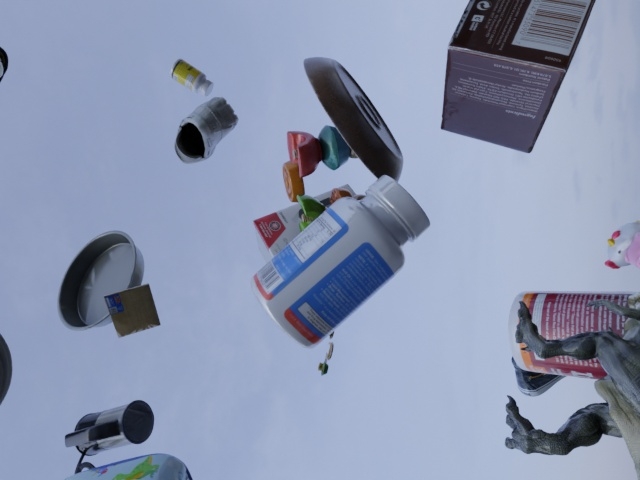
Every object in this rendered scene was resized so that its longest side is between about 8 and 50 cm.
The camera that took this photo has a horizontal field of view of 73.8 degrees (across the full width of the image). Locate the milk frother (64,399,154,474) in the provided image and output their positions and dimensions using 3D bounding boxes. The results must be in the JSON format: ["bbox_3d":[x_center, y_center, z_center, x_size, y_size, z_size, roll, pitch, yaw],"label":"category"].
[{"bbox_3d":[-0.416,0.413,0.848,0.143,0.135,0.129,69,-161,0],"label":"milk frother"}]

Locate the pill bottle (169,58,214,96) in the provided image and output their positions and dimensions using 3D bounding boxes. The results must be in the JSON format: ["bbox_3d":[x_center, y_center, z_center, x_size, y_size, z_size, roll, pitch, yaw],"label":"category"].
[{"bbox_3d":[-0.377,-0.477,1.257,0.116,0.065,0.065,33,-116,-5],"label":"pill bottle"}]

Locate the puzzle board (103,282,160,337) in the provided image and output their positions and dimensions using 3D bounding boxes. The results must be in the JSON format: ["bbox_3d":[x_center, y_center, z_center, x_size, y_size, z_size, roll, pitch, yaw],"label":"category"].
[{"bbox_3d":[-0.433,0.162,0.985,0.097,0.011,0.128,-15,-55,-21],"label":"puzzle board"}]

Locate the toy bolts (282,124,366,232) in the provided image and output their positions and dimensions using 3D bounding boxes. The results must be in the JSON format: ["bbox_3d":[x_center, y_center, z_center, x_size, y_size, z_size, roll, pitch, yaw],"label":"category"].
[{"bbox_3d":[0.018,-0.143,0.891,0.159,0.218,0.228,-13,-47,-12],"label":"toy bolts"}]

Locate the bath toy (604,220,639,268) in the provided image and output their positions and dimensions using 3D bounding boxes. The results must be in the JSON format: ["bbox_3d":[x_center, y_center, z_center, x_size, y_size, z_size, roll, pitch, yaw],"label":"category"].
[{"bbox_3d":[0.718,0.037,0.889,0.151,0.129,0.348,48,-169,-6],"label":"bath toy"}]

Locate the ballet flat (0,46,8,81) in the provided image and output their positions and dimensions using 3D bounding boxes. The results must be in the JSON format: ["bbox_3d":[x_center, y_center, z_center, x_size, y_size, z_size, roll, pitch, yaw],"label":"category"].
[{"bbox_3d":[-0.546,-0.236,0.666,0.074,0.074,0.203,34,-133,-43],"label":"ballet flat"}]

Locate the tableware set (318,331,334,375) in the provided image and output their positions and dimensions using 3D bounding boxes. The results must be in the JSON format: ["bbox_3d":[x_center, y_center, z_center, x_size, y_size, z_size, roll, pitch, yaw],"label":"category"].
[{"bbox_3d":[0.019,0.275,1.126,0.024,0.104,0.154,15,-97,-4],"label":"tableware set"}]

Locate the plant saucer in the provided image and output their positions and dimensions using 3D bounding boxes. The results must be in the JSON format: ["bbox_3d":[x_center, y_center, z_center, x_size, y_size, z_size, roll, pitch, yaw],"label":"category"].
[{"bbox_3d":[0.082,-0.247,0.859,0.310,0.050,0.310,45,-157,-26],"label":"plant saucer"}]

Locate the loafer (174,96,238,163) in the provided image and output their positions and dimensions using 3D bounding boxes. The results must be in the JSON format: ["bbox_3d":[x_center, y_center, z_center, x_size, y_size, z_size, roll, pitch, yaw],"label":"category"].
[{"bbox_3d":[-0.307,-0.250,1.038,0.111,0.319,0.112,-44,-76,-29],"label":"loafer"}]

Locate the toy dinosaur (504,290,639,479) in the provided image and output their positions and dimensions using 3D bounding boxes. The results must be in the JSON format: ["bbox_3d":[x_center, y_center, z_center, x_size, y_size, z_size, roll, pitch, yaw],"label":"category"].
[{"bbox_3d":[0.189,0.100,0.280,0.268,0.118,0.064,-50,-46,-43],"label":"toy dinosaur"}]

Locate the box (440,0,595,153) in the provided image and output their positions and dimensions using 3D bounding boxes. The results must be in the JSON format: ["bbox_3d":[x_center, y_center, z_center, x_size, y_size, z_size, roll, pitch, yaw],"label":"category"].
[{"bbox_3d":[0.309,-0.284,0.697,0.168,0.167,0.203,-63,-20,-15],"label":"box"}]

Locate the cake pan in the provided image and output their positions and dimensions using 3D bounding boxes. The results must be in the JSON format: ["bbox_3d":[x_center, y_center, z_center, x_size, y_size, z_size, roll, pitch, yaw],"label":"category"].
[{"bbox_3d":[-0.608,0.114,1.191,0.054,0.293,0.293,44,-119,-53],"label":"cake pan"}]

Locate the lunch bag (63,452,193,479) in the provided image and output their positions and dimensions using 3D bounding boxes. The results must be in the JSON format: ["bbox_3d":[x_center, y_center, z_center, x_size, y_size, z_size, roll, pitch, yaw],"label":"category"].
[{"bbox_3d":[-0.231,0.381,0.526,0.176,0.090,0.218,-13,-68,0],"label":"lunch bag"}]

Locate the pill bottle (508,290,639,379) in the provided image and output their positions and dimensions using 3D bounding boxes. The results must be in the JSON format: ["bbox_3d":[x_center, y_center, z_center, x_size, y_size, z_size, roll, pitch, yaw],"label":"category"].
[{"bbox_3d":[0.272,0.092,0.412,0.086,0.152,0.086,6,-99,-46],"label":"pill bottle"}]

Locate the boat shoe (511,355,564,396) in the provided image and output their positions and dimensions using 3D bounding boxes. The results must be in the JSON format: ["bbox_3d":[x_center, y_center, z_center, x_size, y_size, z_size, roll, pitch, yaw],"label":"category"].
[{"bbox_3d":[0.445,0.214,0.812,0.183,0.065,0.083,-31,-67,-16],"label":"boat shoe"}]

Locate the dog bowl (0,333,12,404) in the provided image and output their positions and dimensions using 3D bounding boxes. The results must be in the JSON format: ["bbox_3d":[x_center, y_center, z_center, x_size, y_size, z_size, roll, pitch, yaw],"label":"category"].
[{"bbox_3d":[-0.862,0.302,0.887,0.349,0.102,0.348,30,-147,-22],"label":"dog bowl"}]

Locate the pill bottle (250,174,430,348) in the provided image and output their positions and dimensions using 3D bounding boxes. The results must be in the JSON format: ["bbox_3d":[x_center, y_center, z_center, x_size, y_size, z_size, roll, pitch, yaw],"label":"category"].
[{"bbox_3d":[0.029,0.023,0.549,0.221,0.124,0.124,-41,-52,1],"label":"pill bottle"}]

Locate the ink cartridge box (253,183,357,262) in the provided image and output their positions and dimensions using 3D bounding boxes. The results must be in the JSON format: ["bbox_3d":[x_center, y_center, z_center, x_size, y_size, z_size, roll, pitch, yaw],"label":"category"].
[{"bbox_3d":[0.000,0.000,1.055,0.273,0.197,0.114,-23,-35,-16],"label":"ink cartridge box"}]
